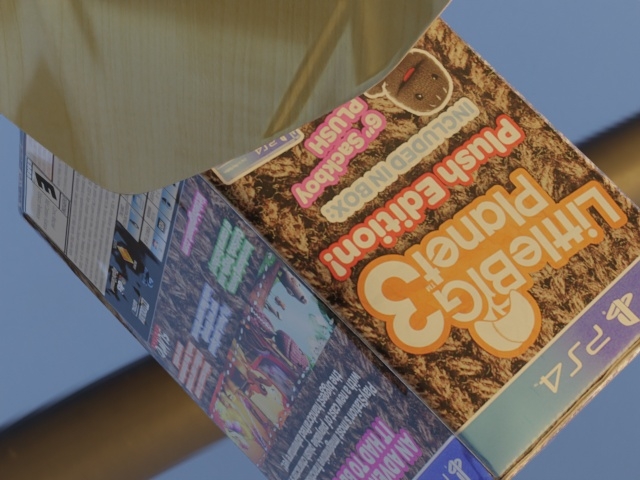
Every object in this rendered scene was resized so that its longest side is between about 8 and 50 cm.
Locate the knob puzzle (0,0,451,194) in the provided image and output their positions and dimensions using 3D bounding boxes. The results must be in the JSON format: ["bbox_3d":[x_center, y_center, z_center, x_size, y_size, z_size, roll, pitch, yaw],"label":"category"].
[{"bbox_3d":[-0.040,-0.103,0.351,0.213,0.213,0.030,11,-152,15],"label":"knob puzzle"}]

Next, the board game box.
[{"bbox_3d":[0.000,0.000,0.776,0.141,0.232,0.291,-40,-100,-23],"label":"board game box"}]
